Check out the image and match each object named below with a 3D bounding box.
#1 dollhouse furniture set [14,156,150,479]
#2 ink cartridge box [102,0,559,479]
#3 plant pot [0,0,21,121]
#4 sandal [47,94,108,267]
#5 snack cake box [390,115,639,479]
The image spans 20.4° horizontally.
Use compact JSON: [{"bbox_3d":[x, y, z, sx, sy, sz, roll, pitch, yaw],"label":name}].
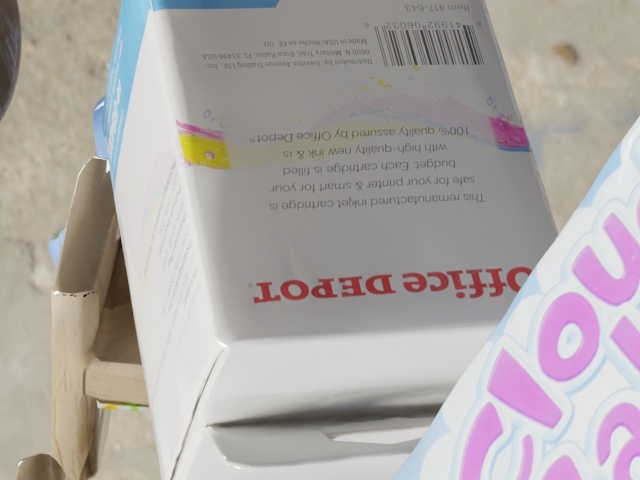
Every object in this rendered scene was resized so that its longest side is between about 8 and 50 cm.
[{"bbox_3d":[0.065,0.210,0.637,0.362,0.256,0.394,7,49,-2],"label":"dollhouse furniture set"},{"bbox_3d":[0.000,0.000,0.466,0.092,0.090,0.143,-3,59,-16],"label":"ink cartridge box"},{"bbox_3d":[-0.348,-0.112,1.092,0.280,0.323,0.323,-9,41,36],"label":"plant pot"},{"bbox_3d":[-0.080,-0.068,1.080,0.138,0.126,0.317,18,93,21],"label":"sandal"},{"bbox_3d":[0.145,0.005,0.356,0.264,0.152,0.089,-57,36,14],"label":"snack cake box"}]
